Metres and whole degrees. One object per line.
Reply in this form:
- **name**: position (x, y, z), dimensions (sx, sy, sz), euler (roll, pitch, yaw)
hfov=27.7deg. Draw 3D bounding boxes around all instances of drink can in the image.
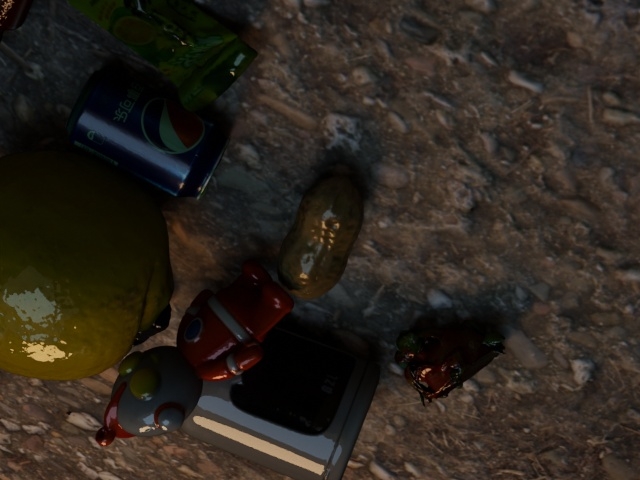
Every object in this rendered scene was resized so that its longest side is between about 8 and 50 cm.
- **drink can**: position (-0.229, -0.141, 1.732), dimensions (0.205, 0.118, 0.118), euler (28, 135, -8)

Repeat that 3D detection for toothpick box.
- **toothpick box**: position (-0.088, 0.239, 1.975), dimensions (0.316, 0.229, 0.229), euler (20, 135, 5)

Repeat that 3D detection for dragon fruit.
- **dragon fruit**: position (0.177, 0.174, 1.881), dimensions (0.175, 0.142, 0.138), euler (25, 175, 24)

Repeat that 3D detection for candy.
- **candy**: position (-0.207, -0.276, 1.630), dimensions (0.246, 0.069, 0.149), euler (36, 139, -22)

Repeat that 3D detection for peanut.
- **peanut**: position (0.000, 0.000, 1.788), dimensions (0.095, 0.108, 0.226), euler (26, 133, 3)

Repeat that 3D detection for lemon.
- **lemon**: position (-0.375, 0.032, 1.797), dimensions (0.348, 0.348, 0.348), euler (10, 134, 11)

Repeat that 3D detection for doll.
- **doll**: position (-0.190, 0.167, 1.824), dimensions (0.336, 0.200, 0.105), euler (-43, 127, -2)

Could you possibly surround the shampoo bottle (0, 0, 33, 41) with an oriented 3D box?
- **shampoo bottle**: position (-0.402, -0.342, 1.640), dimensions (0.102, 0.064, 0.260), euler (29, 135, -8)

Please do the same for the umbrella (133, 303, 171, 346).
- **umbrella**: position (-0.372, 0.149, 2.077), dimensions (0.326, 0.094, 0.090), euler (-19, 108, 33)
